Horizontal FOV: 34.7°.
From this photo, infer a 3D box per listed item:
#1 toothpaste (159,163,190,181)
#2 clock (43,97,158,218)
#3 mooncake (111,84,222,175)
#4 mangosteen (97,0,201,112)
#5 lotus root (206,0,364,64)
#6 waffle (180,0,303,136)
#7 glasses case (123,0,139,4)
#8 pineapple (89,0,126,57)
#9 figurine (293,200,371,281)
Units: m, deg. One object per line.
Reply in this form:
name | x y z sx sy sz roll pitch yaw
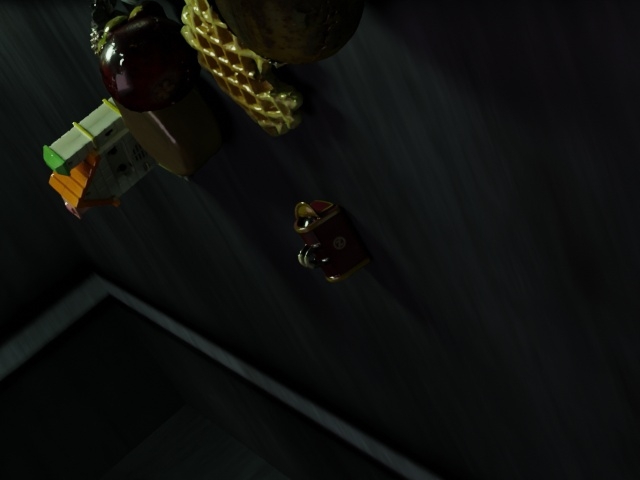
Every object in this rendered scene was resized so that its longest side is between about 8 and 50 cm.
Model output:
toothpaste | -0.352 -0.183 2.221 0.204 0.031 0.049 31 154 36
clock | -0.420 -0.177 2.030 0.106 0.255 0.220 39 159 24
mooncake | -0.268 -0.223 1.839 0.235 0.117 0.235 40 159 19
mangosteen | -0.286 -0.302 1.672 0.180 0.166 0.166 54 163 21
lotus root | -0.045 -0.340 1.078 0.196 0.179 0.397 23 155 21
waffle | -0.119 -0.267 1.535 0.261 0.056 0.250 47 161 1
glasses case | -0.299 -0.463 1.529 0.125 0.076 0.327 46 160 1
pineapple | -0.388 -0.393 1.864 0.074 0.074 0.159 45 158 14
figurine | 0.000 -0.001 1.700 0.154 0.098 0.082 56 163 -24
